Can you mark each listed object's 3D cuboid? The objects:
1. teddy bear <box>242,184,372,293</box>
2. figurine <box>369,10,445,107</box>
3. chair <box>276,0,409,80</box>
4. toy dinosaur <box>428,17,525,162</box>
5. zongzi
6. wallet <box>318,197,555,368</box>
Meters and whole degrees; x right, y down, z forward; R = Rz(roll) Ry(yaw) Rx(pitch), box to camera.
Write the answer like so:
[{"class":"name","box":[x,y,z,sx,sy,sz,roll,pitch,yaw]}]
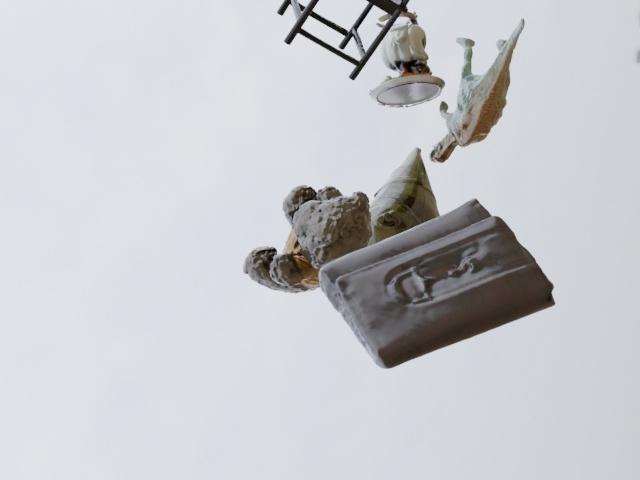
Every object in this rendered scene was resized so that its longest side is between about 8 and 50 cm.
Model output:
[{"class":"teddy bear","box":[0.000,0.000,1.426,0.177,0.140,0.190,-57,10,-24]},{"class":"figurine","box":[0.137,-0.318,1.730,0.132,0.132,0.153,20,-120,-66]},{"class":"chair","box":[0.060,-0.407,1.584,0.260,0.155,0.141,-52,28,25]},{"class":"toy dinosaur","box":[0.283,-0.273,1.736,0.393,0.092,0.205,144,140,-66]},{"class":"zongzi","box":[0.192,-0.010,1.831,0.250,0.125,0.274,52,-138,-16]},{"class":"wallet","box":[0.129,0.047,1.162,0.229,0.182,0.049,-21,-43,-14]}]
